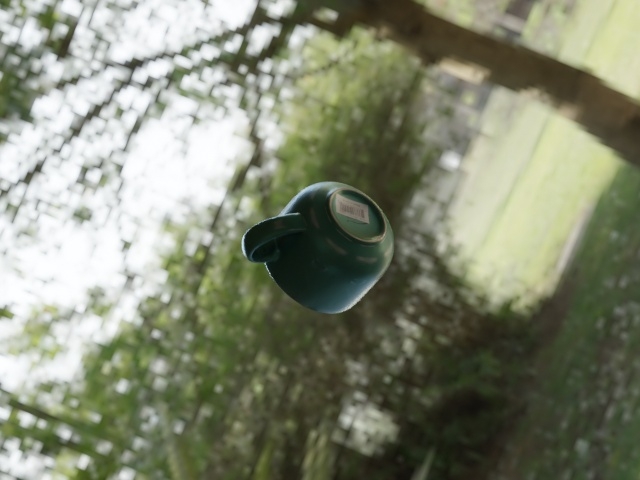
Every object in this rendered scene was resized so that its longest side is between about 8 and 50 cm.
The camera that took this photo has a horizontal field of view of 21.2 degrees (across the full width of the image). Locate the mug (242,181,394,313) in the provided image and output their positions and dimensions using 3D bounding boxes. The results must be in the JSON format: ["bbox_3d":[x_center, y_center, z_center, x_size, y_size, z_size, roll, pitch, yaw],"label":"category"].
[{"bbox_3d":[0.008,0.005,1.846,0.097,0.129,0.157,-48,-9,38],"label":"mug"}]
